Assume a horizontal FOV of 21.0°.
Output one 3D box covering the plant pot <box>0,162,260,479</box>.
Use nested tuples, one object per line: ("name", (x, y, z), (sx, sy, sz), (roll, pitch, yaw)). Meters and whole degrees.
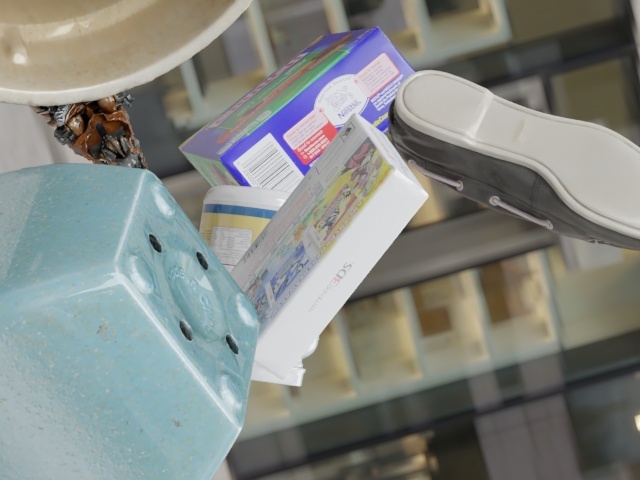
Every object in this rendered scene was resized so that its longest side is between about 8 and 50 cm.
("plant pot", (-0.186, 0.087, 1.178), (0.247, 0.252, 0.248), (54, 19, -23))

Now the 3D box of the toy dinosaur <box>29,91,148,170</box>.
("toy dinosaur", (-0.346, -0.204, 2.269), (0.322, 0.164, 0.218), (29, -18, 16))

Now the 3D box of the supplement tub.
("supplement tub", (-0.066, 0.049, 1.843), (0.144, 0.144, 0.199), (86, 12, -86))

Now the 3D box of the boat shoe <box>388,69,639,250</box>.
("boat shoe", (0.224, -0.071, 1.781), (0.112, 0.335, 0.095), (-56, 166, -30))

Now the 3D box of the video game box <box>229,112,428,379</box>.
("video game box", (0.000, 0.000, 1.516), (0.048, 0.205, 0.187), (35, 11, -17))

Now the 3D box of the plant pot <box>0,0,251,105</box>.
("plant pot", (-0.221, -0.318, 1.250), (0.305, 0.334, 0.334), (55, -15, 46))

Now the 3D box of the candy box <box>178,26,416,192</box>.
("candy box", (-0.028, -0.157, 2.283), (0.122, 0.268, 0.317), (52, -8, -11))
